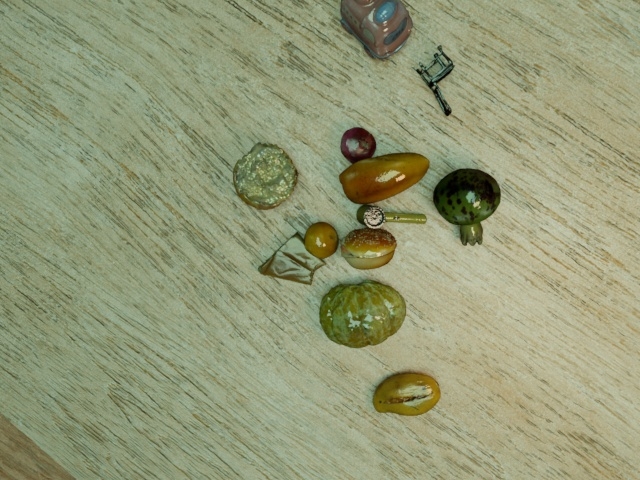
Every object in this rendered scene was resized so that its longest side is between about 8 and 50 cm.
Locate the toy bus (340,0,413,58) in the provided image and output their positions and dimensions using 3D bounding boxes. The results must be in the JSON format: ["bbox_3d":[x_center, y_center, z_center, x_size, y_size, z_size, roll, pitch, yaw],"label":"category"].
[{"bbox_3d":[0.204,-0.845,1.520,0.197,0.232,0.294,-42,89,10],"label":"toy bus"}]

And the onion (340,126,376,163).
[{"bbox_3d":[0.156,-0.377,1.626,0.150,0.140,0.150,-2,106,-6],"label":"onion"}]

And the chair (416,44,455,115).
[{"bbox_3d":[0.475,-0.610,1.576,0.113,0.106,0.229,-36,92,12],"label":"chair"}]

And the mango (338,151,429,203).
[{"bbox_3d":[0.256,-0.247,1.604,0.350,0.199,0.201,-13,138,21],"label":"mango"}]

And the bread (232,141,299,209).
[{"bbox_3d":[-0.223,-0.258,1.686,0.274,0.149,0.274,0,90,9],"label":"bread"}]

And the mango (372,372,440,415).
[{"bbox_3d":[0.359,0.655,1.723,0.295,0.120,0.177,-17,92,9],"label":"mango"}]

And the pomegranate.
[{"bbox_3d":[0.549,-0.132,1.580,0.242,0.242,0.306,11,128,6],"label":"pomegranate"}]

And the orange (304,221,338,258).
[{"bbox_3d":[0.000,0.000,1.686,0.134,0.154,0.155,-14,95,40],"label":"orange"}]

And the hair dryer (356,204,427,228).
[{"bbox_3d":[0.292,-0.094,1.663,0.278,0.135,0.090,3,97,-10],"label":"hair dryer"}]

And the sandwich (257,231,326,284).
[{"bbox_3d":[-0.119,0.119,1.757,0.245,0.063,0.212,-43,91,11],"label":"sandwich"}]

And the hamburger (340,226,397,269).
[{"bbox_3d":[0.193,0.028,1.631,0.237,0.237,0.147,-13,110,9],"label":"hamburger"}]

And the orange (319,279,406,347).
[{"bbox_3d":[0.167,0.309,1.670,0.368,0.210,0.271,-13,97,11],"label":"orange"}]
